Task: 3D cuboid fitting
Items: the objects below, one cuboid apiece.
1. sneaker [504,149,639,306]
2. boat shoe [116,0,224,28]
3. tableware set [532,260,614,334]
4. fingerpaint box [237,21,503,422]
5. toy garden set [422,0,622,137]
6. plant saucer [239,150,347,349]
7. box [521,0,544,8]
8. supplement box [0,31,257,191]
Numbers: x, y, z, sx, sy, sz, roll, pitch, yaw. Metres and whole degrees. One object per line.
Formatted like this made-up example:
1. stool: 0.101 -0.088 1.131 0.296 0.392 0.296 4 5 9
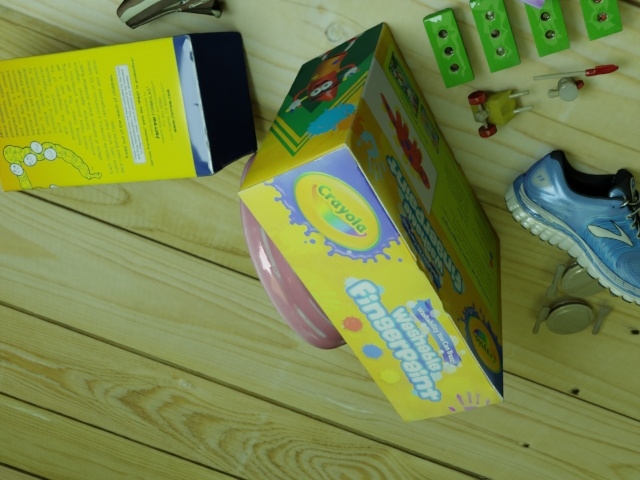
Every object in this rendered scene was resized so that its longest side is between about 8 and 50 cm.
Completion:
1. sneaker: 0.457 -0.021 1.063 0.330 0.130 0.147 34 122 0
2. boat shoe: -0.177 -0.358 0.992 0.257 0.095 0.095 -19 127 26
3. tableware set: 0.457 0.097 1.228 0.128 0.039 0.194 1 134 -2
4. fingerpaint box: 0.106 -0.027 1.002 0.163 0.371 0.445 -20 121 26
5. toy garden set: 0.295 -0.269 0.975 0.244 0.049 0.204 -14 121 22
6. plant saucer: 0.000 0.000 1.075 0.084 0.332 0.332 -21 120 22
7. box: 0.181 -0.435 0.832 0.293 0.057 0.201 22 115 -3
8. supplement box: -0.304 -0.197 1.052 0.356 0.194 0.195 -2 107 16
